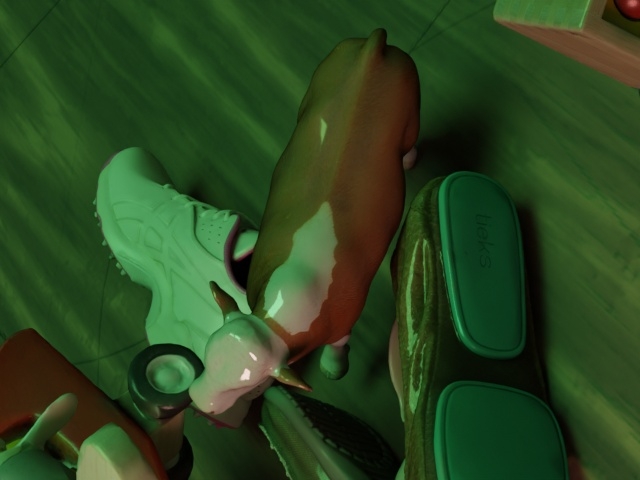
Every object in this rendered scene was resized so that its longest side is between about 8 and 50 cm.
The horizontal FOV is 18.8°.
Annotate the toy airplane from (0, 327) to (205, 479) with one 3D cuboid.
[{"bbox_3d":[-0.164,0.277,1.365,0.384,0.272,0.386,-160,59,-68],"label":"toy airplane"}]

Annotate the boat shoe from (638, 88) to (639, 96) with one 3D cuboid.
[{"bbox_3d":[0.240,-0.198,1.286,0.158,0.127,0.340,-16,54,56],"label":"boat shoe"}]

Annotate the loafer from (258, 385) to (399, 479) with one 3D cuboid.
[{"bbox_3d":[0.014,0.194,1.406,0.087,0.094,0.251,-56,38,12],"label":"loafer"}]

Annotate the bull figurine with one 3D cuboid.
[{"bbox_3d":[0.000,0.000,1.412,0.188,0.101,0.310,85,-153,-73],"label":"bull figurine"}]

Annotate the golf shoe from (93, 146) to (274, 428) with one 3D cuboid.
[{"bbox_3d":[-0.096,0.015,1.640,0.140,0.115,0.306,-43,49,18],"label":"golf shoe"}]

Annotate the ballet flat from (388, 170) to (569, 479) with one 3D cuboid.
[{"bbox_3d":[0.093,0.113,1.336,0.124,0.116,0.342,-51,36,46],"label":"ballet flat"}]

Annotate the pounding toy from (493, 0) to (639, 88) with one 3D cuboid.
[{"bbox_3d":[0.172,-0.158,0.981,0.100,0.130,0.141,19,89,54],"label":"pounding toy"}]
